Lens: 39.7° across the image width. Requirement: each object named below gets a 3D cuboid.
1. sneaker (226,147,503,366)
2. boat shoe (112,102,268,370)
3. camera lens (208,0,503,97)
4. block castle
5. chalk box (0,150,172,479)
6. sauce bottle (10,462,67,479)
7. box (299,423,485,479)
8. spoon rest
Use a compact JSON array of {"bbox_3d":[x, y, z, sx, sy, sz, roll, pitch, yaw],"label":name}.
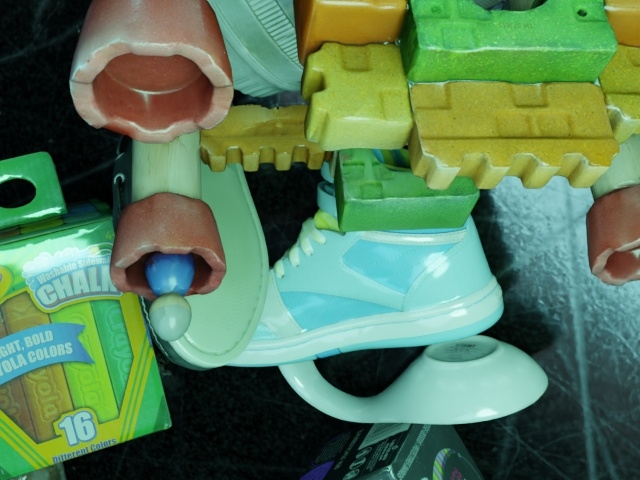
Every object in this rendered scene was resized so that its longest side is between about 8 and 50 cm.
[{"bbox_3d":[0.000,0.000,0.846,0.318,0.127,0.208,-10,104,14],"label":"sneaker"},{"bbox_3d":[-0.137,-0.018,0.816,0.113,0.127,0.340,-38,51,33],"label":"boat shoe"},{"bbox_3d":[0.028,-0.257,0.700,0.274,0.219,0.220,-20,98,25],"label":"camera lens"},{"bbox_3d":[0.080,-0.072,0.595,0.452,0.213,0.303,-1,151,-8],"label":"block castle"},{"bbox_3d":[-0.282,0.060,0.906,0.180,0.179,0.289,-16,104,-17],"label":"chalk box"},{"bbox_3d":[-0.360,0.328,1.094,0.111,0.111,0.345,-1,104,22],"label":"sauce bottle"},{"bbox_3d":[0.104,0.320,0.877,0.143,0.165,0.270,-29,94,26],"label":"box"},{"bbox_3d":[0.084,0.137,0.861,0.276,0.137,0.084,2,107,34],"label":"spoon rest"}]
